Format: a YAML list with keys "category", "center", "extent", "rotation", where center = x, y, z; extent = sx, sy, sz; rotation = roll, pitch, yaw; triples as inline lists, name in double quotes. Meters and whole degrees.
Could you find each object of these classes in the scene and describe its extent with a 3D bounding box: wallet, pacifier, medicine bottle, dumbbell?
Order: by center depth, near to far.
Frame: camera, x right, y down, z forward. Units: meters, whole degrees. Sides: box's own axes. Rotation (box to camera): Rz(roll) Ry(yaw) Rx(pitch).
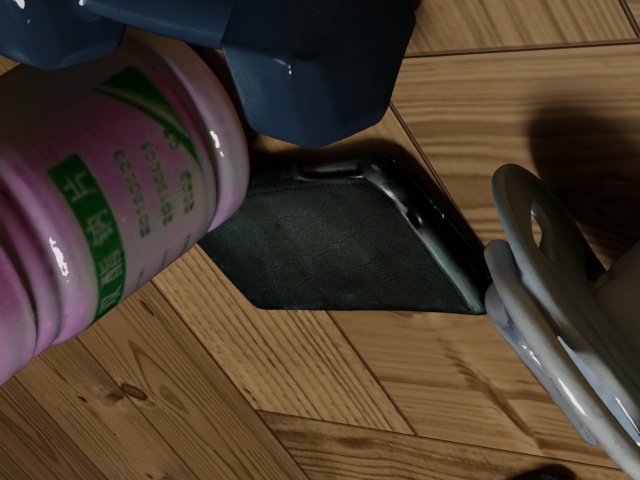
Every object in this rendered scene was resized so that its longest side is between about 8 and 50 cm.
- category: "pacifier"
  center: [0.236, 0.046, 1.109]
  extent: [0.207, 0.227, 0.279]
  rotation: [-34, 108, 17]
- category: "dumbbell"
  center: [-0.097, -0.173, 1.137]
  extent: [0.325, 0.160, 0.144]
  rotation: [18, 175, 29]
- category: "medicine bottle"
  center: [-0.234, -0.025, 1.285]
  extent: [0.212, 0.325, 0.212]
  rotation: [28, 138, 29]
- category: "wallet"
  center: [0.000, 0.000, 1.395]
  extent: [0.318, 0.045, 0.172]
  rotation: [-5, 133, 52]

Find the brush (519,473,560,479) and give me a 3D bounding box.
- category: "brush"
  center: [0.200, 0.252, 1.583]
  extent: [0.043, 0.032, 0.193]
  rotation: [34, 164, -6]
